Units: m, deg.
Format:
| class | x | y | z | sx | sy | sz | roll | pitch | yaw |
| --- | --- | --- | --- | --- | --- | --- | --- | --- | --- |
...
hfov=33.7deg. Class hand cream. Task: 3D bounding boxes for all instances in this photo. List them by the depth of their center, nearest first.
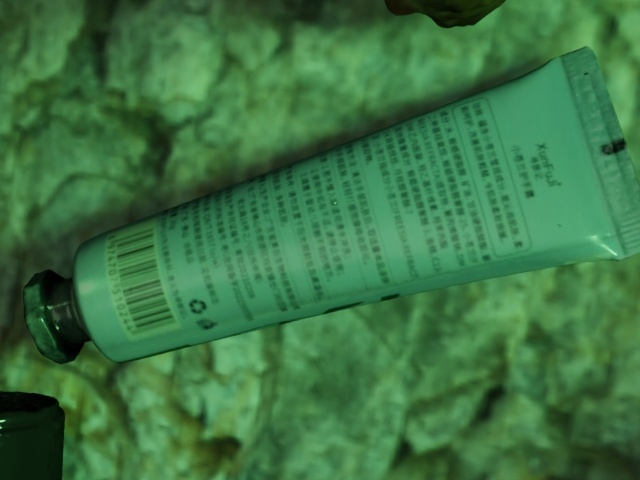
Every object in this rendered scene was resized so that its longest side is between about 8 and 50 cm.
| class | x | y | z | sx | sy | sz | roll | pitch | yaw |
| --- | --- | --- | --- | --- | --- | --- | --- | --- | --- |
| hand cream | 0.000 | 0.000 | 0.464 | 0.271 | 0.058 | 0.091 | -17 | 78 | 11 |

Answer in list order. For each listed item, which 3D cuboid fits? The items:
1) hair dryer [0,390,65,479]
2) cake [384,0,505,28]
| class | x | y | z | sx | sy | sz | roll | pitch | yaw |
| --- | --- | --- | --- | --- | --- | --- | --- | --- | --- |
| hair dryer | -0.086 | 0.174 | 0.492 | 0.251 | 0.089 | 0.197 | 2 | 92 | 4 |
| cake | 0.038 | -0.257 | 0.336 | 0.282 | 0.256 | 0.290 | -43 | 88 | 11 |
